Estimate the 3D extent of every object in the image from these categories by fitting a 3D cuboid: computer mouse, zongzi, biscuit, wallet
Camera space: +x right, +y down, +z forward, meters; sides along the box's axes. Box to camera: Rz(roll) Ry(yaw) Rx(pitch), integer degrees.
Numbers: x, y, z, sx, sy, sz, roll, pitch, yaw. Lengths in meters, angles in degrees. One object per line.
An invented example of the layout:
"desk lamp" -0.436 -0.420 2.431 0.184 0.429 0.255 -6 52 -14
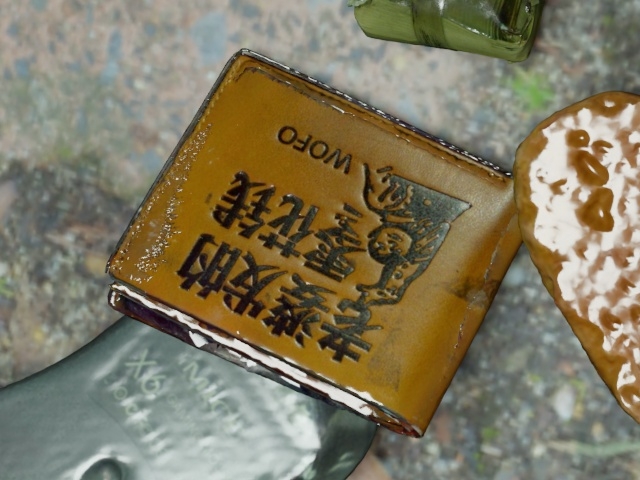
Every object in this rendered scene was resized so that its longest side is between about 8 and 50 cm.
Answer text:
"computer mouse" -0.073 0.112 0.751 0.379 0.090 0.167 -34 76 -1
"zongzi" 0.075 -0.157 0.709 0.104 0.052 0.113 13 85 17
"biscuit" 0.219 -0.060 0.679 0.277 0.052 0.262 -37 87 11
"wallet" -0.001 0.000 0.711 0.195 0.042 0.161 25 74 11
